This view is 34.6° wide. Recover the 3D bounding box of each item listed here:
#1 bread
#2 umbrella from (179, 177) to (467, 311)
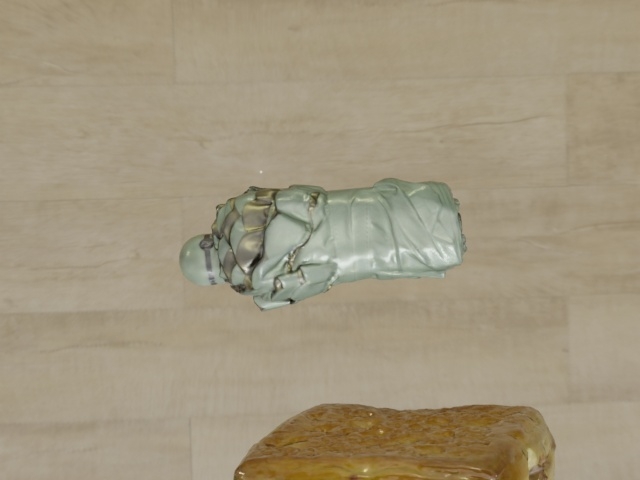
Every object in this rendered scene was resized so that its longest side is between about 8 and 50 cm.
[{"bbox_3d":[0.054,0.176,0.717,0.211,0.235,0.099,-3,91,17],"label":"bread"},{"bbox_3d":[0.000,0.000,0.515,0.144,0.062,0.067,-10,129,3],"label":"umbrella"}]
